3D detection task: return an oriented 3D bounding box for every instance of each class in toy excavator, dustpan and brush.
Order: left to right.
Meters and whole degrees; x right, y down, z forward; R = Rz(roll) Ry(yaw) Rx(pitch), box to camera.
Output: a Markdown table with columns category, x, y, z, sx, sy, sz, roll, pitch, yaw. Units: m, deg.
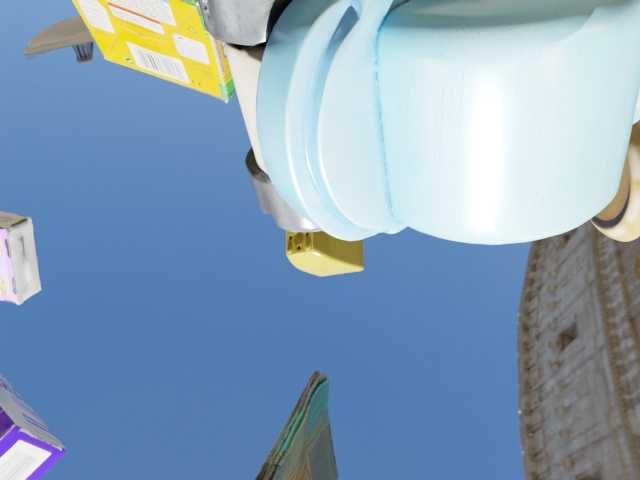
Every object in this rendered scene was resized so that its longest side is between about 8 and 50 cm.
| category | x | y | z | sx | sy | sz | roll | pitch | yaw |
| --- | --- | --- | --- | --- | --- | --- | --- | --- | --- |
| dustpan and brush | -0.369 | -0.317 | 0.886 | 0.147 | 0.060 | 0.211 | -14 | -137 | -9 |
| toy excavator | 0.195 | -0.112 | 0.390 | 0.433 | 0.222 | 0.445 | -32 | -135 | -23 |

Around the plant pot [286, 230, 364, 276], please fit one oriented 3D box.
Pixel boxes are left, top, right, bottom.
| category | x | y | z | sx | sy | sz | roll | pitch | yaw |
| --- | --- | --- | --- | --- | --- | --- | --- | --- | --- |
| plant pot | 0.000 | 0.000 | 0.748 | 0.083 | 0.082 | 0.081 | 12 | -107 | -47 |

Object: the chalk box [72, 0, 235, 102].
| category | x | y | z | sx | sy | sz | roll | pitch | yaw |
| --- | --- | --- | --- | --- | --- | --- | --- | --- | --- |
| chalk box | -0.135 | -0.347 | 0.655 | 0.180 | 0.179 | 0.288 | 21 | -107 | 7 |

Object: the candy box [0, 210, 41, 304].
| category | x | y | z | sx | sy | sz | roll | pitch | yaw |
| --- | --- | --- | --- | --- | --- | --- | --- | --- | --- |
| candy box | -0.662 | 0.022 | 1.112 | 0.196 | 0.164 | 0.070 | 11 | -154 | 12 |

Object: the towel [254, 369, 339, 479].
| category | x | y | z | sx | sy | sz | roll | pitch | yaw |
| --- | --- | --- | --- | --- | --- | --- | --- | --- | --- |
| towel | -0.031 | 0.433 | 1.005 | 0.040 | 0.271 | 0.370 | -2 | -167 | 14 |

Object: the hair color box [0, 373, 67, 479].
| category | x | y | z | sx | sy | sz | roll | pitch | yaw |
| --- | --- | --- | --- | --- | --- | --- | --- | --- | --- |
| hair color box | -0.492 | 0.172 | 0.719 | 0.339 | 0.185 | 0.110 | 38 | -115 | 15 |

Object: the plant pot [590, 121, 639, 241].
| category | x | y | z | sx | sy | sz | roll | pitch | yaw |
| --- | --- | --- | --- | --- | --- | --- | --- | --- | --- |
| plant pot | 0.519 | -0.113 | 1.019 | 0.032 | 0.236 | 0.236 | -6 | -129 | -1 |
